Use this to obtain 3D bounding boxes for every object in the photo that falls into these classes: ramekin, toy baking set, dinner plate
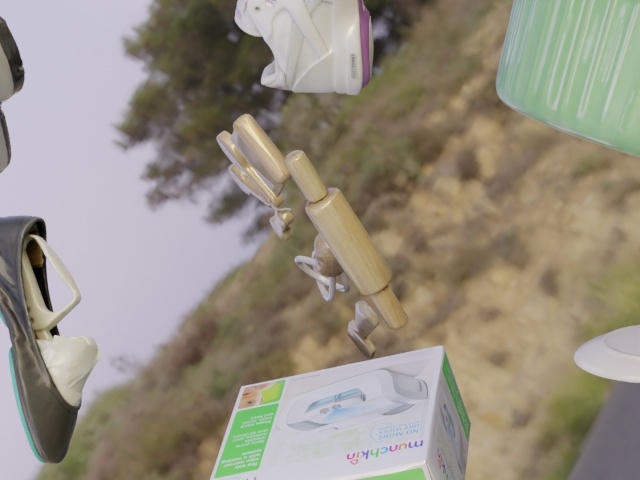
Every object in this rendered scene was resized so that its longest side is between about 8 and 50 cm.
[{"bbox_3d":[0.294,-0.151,1.242,0.303,0.304,0.148,-42,-31,-75],"label":"ramekin"},{"bbox_3d":[0.002,0.000,1.175,0.030,0.256,0.197,-38,18,-11],"label":"toy baking set"},{"bbox_3d":[0.285,0.092,1.255,0.141,0.141,0.017,-48,-44,-69],"label":"dinner plate"}]

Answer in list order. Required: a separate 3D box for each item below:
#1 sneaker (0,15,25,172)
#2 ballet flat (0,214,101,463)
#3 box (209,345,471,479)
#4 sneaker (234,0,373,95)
[{"bbox_3d":[-0.383,-0.081,1.188,0.257,0.169,0.447,-48,-9,-21],"label":"sneaker"},{"bbox_3d":[-0.301,0.099,1.617,0.096,0.280,0.095,-21,-8,10],"label":"ballet flat"},{"bbox_3d":[0.025,0.255,1.685,0.231,0.262,0.126,-70,-36,-60],"label":"box"},{"bbox_3d":[-0.027,-0.290,1.605,0.114,0.152,0.305,-80,-14,-59],"label":"sneaker"}]
